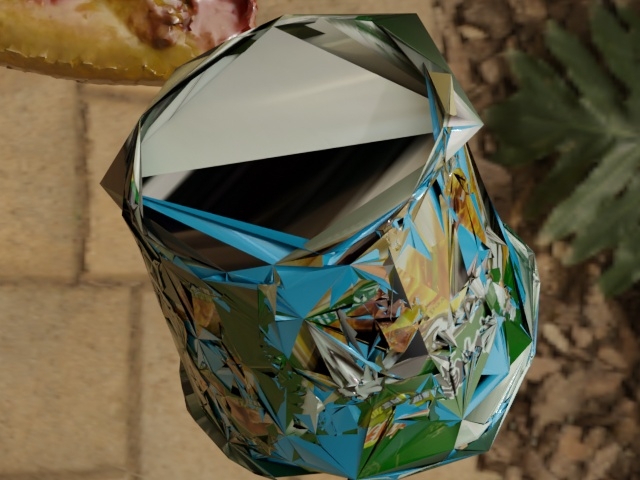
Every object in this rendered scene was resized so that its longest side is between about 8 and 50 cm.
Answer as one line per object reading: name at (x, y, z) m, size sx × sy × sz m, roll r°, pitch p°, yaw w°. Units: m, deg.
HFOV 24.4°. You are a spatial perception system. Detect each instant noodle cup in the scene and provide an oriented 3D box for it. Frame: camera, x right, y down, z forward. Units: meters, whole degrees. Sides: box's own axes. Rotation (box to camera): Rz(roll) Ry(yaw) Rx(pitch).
instant noodle cup at (0.000, 0.000, 0.843) m, size 0.240 × 0.240 × 0.178 m, roll -50°, pitch 145°, yaw -23°

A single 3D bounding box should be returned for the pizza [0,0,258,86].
pizza at (-0.205, -0.323, 0.938) m, size 0.440 × 0.130 × 0.406 m, roll 21°, pitch 90°, yaw -7°
